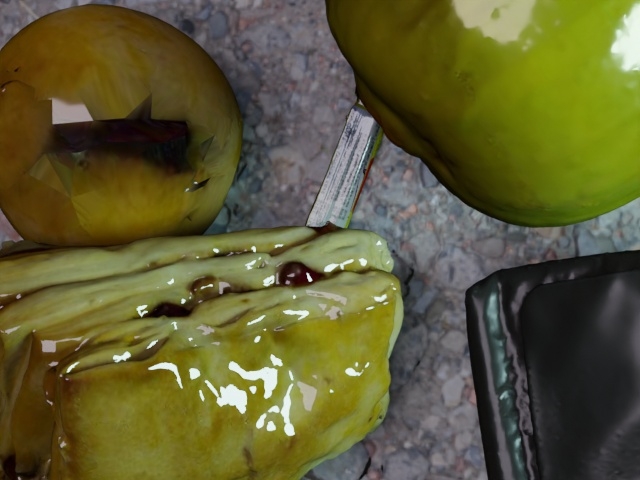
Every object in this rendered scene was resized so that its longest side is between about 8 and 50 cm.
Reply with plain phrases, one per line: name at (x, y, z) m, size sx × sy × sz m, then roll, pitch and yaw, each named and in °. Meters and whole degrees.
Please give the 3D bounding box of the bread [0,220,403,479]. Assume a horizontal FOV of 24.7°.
bread at (-0.119, 0.146, 1.202) m, size 0.370 × 0.191 × 0.314 m, roll -1°, pitch 129°, yaw -15°

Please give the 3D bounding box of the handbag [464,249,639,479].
handbag at (0.239, 0.131, 1.181) m, size 0.223 × 0.080 × 0.247 m, roll -10°, pitch 84°, yaw 26°

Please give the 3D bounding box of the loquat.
loquat at (-0.180, -0.087, 1.262) m, size 0.235 × 0.235 × 0.235 m, roll -1°, pitch 87°, yaw 18°

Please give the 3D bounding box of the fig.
fig at (0.183, -0.186, 1.114) m, size 0.343 × 0.343 × 0.343 m, roll -1°, pitch 87°, yaw 18°

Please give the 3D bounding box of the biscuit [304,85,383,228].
biscuit at (0.000, 0.000, 1.305) m, size 0.048 × 0.026 × 0.292 m, roll 24°, pitch 95°, yaw 13°
